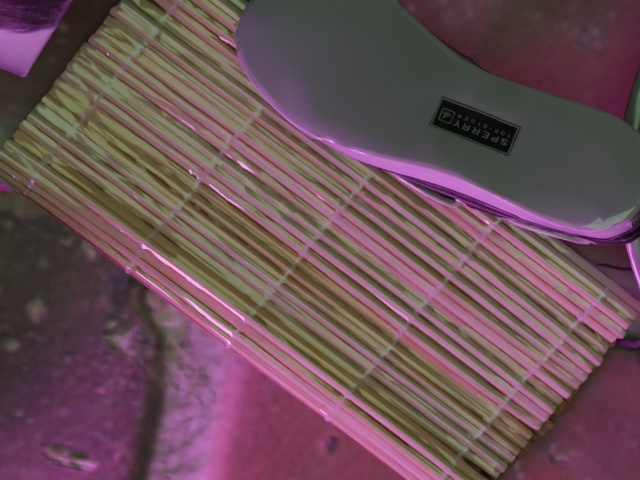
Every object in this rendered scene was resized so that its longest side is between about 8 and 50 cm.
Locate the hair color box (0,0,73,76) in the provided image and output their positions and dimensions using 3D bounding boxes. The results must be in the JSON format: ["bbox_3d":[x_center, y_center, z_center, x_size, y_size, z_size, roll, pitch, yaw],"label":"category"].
[{"bbox_3d":[-0.249,-0.228,0.734,0.374,0.114,0.185,21,134,-24],"label":"hair color box"}]

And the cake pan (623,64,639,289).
[{"bbox_3d":[0.291,-0.038,0.891,0.293,0.054,0.293,0,101,0],"label":"cake pan"}]

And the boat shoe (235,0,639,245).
[{"bbox_3d":[0.058,-0.054,0.863,0.219,0.070,0.078,29,82,16],"label":"boat shoe"}]

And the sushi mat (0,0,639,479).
[{"bbox_3d":[0.000,0.000,0.918,0.316,0.019,0.151,37,98,-6],"label":"sushi mat"}]
